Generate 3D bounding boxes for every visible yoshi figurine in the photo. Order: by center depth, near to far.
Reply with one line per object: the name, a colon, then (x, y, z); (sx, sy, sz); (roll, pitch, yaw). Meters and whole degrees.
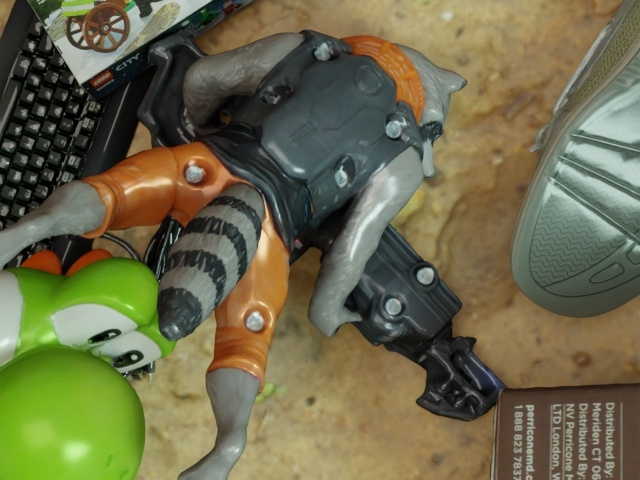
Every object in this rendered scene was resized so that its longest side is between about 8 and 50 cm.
yoshi figurine: (-0.257, 0.132, 0.889); (0.362, 0.203, 0.203); (-23, 86, 12)

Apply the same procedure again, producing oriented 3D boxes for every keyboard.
keyboard: (-0.184, -0.015, 0.992); (0.202, 0.033, 0.317); (20, 91, 11)

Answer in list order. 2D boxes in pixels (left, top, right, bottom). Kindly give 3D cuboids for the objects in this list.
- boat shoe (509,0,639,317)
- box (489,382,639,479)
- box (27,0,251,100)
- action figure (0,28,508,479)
boat shoe: (0.222, -0.098, 0.895); (0.118, 0.103, 0.320); (25, 97, -7)
box: (0.299, 0.158, 0.749); (0.381, 0.191, 0.143); (-3, 67, 25)
box: (-0.106, -0.228, 0.967); (0.233, 0.044, 0.159); (-33, 79, -1)
action figure: (0.000, 0.000, 0.848); (0.341, 0.178, 0.330); (41, 55, -2)
